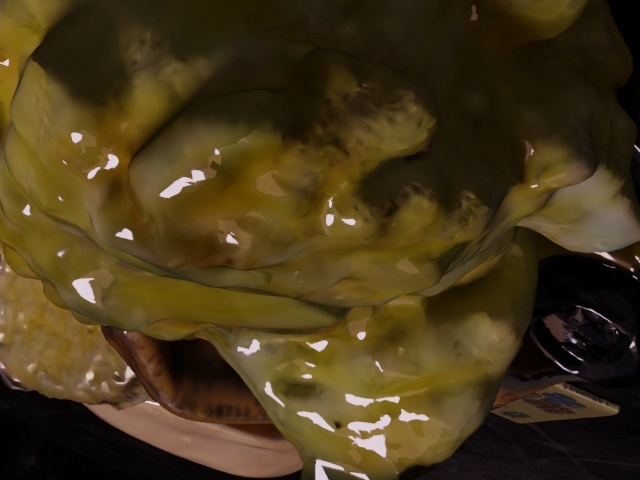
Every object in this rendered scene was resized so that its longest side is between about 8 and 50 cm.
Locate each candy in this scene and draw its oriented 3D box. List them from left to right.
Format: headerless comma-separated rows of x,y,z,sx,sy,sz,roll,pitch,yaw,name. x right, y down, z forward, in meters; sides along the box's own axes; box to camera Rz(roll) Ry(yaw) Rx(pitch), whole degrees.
0.018,0.053,0.723,0.271,0.101,0.143,10,176,-16,candy

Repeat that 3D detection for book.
0.165,0.136,1.331,0.192,0.013,0.168,24,161,-21,book

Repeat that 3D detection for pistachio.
-0.096,0.094,1.200,0.299,0.187,0.187,27,161,-9,pistachio

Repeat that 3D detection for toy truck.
0.155,-0.044,0.624,0.165,0.147,0.224,46,152,-12,toy truck

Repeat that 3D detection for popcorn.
-0.003,-0.063,0.531,0.293,0.237,0.293,19,155,10,popcorn

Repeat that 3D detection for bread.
-0.138,0.035,1.011,0.197,0.197,0.170,8,-156,27,bread
